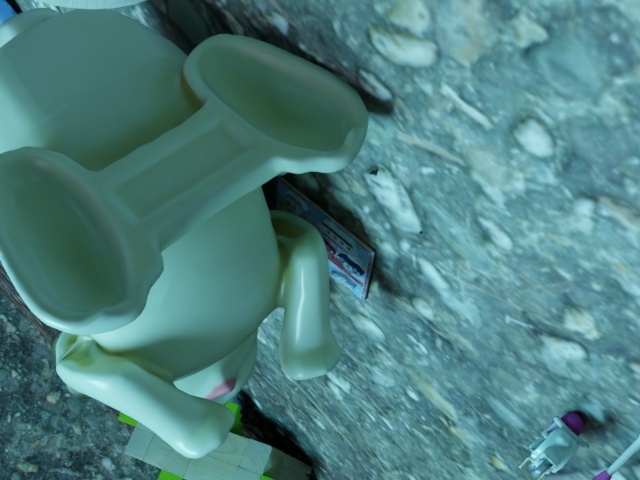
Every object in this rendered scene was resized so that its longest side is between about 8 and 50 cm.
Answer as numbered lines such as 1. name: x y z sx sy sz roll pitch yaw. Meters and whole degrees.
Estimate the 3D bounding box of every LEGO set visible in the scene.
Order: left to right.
1. LEGO set: 0.294 0.235 0.652 0.287 0.107 0.132 41 -170 6

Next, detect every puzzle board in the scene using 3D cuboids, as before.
1. puzzle board: 0.000 0.000 0.854 0.128 0.011 0.096 39 154 19

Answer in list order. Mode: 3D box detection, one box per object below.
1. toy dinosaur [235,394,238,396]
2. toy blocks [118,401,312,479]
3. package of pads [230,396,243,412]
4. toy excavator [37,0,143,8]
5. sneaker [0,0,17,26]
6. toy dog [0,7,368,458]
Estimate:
1. toy dinosaur: -0.220 0.123 1.224 0.121 0.160 0.313 23 145 44
2. toy blocks: -0.153 0.408 1.526 0.381 0.191 0.261 10 159 33
3. package of pads: -0.179 0.289 1.558 0.083 0.032 0.050 9 134 55
4. toy excavator: -0.278 -0.356 0.512 0.445 0.433 0.222 13 139 -15
5. sneaker: -0.429 -0.228 1.133 0.081 0.090 0.232 41 155 17
6. toy dog: -0.169 0.023 0.788 0.395 0.284 0.408 32 149 21
